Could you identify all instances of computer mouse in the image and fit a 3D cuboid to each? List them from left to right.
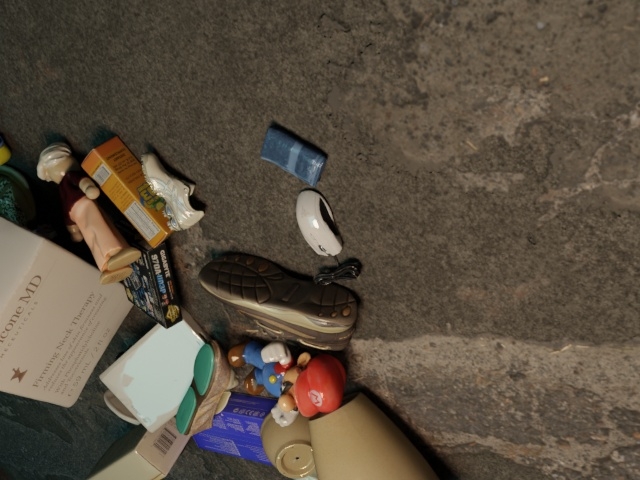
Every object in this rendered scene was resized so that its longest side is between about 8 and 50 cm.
[{"bbox_3d":[0.000,0.000,1.230,0.106,0.042,0.192,-7,117,40],"label":"computer mouse"}]

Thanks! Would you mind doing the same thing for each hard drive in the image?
[{"bbox_3d":[-0.386,0.324,1.670,0.307,0.040,0.203,-40,94,21],"label":"hard drive"}]

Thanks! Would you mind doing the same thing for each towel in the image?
[{"bbox_3d":[-0.048,-0.147,1.165,0.120,0.029,0.067,32,134,13],"label":"towel"}]

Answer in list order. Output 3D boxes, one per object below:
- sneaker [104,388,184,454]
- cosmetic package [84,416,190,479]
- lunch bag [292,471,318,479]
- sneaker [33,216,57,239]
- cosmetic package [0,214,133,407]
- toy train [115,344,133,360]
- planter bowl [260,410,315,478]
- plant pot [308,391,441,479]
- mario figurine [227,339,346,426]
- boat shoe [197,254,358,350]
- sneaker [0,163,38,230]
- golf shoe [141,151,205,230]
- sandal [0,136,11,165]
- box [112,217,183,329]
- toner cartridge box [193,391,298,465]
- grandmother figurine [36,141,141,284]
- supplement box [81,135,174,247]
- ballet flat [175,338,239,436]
[{"bbox_3d":[-0.513,0.543,1.964,0.296,0.104,0.146,23,127,15],"label":"sneaker"},{"bbox_3d":[-0.503,0.597,1.834,0.113,0.160,0.309,44,128,-10],"label":"cosmetic package"},{"bbox_3d":[0.055,0.649,1.626,0.279,0.108,0.224,32,130,10],"label":"lunch bag"},{"bbox_3d":[-0.735,-0.037,1.751,0.098,0.038,0.069,-5,117,28],"label":"sneaker"},{"bbox_3d":[-0.713,0.147,1.549,0.328,0.329,0.393,23,166,23],"label":"cosmetic package"},{"bbox_3d":[-0.460,0.354,1.785,0.184,0.105,0.080,40,112,9],"label":"toy train"},{"bbox_3d":[-0.054,0.464,1.511,0.162,0.109,0.162,-2,113,-6],"label":"planter bowl"},{"bbox_3d":[0.092,0.465,1.388,0.256,0.257,0.273,-32,84,46],"label":"plant pot"},{"bbox_3d":[-0.088,0.299,1.397,0.198,0.170,0.321,26,165,-35],"label":"mario figurine"},{"bbox_3d":[-0.095,0.137,1.338,0.356,0.132,0.130,18,130,26],"label":"boat shoe"},{"bbox_3d":[-0.889,-0.125,1.687,0.410,0.182,0.158,32,133,14],"label":"sneaker"},{"bbox_3d":[-0.297,-0.110,1.368,0.086,0.069,0.176,-25,99,12],"label":"golf shoe"},{"bbox_3d":[-0.887,-0.295,1.618,0.318,0.126,0.138,22,129,11],"label":"sandal"},{"bbox_3d":[-0.404,0.077,1.547,0.175,0.051,0.220,25,133,39],"label":"box"},{"bbox_3d":[-0.202,0.472,1.707,0.348,0.075,0.165,-1,121,37],"label":"toner cartridge box"},{"bbox_3d":[-0.517,-0.070,1.468,0.208,0.104,0.342,-45,71,36],"label":"grandmother figurine"},{"bbox_3d":[-0.391,-0.102,1.418,0.080,0.078,0.233,-32,100,43],"label":"supplement box"},{"bbox_3d":[-0.254,0.341,1.576,0.316,0.106,0.107,-62,40,36],"label":"ballet flat"}]
